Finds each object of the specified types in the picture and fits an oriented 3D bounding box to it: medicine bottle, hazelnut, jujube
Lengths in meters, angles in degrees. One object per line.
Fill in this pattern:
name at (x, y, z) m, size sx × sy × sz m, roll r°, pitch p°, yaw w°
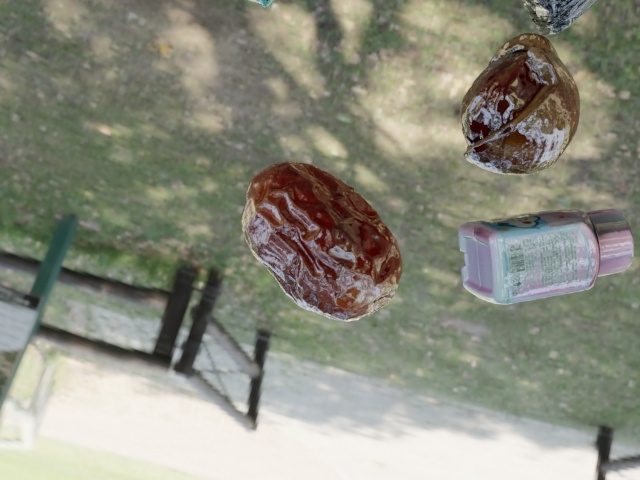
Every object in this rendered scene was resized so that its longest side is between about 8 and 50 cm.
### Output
medicine bottle at (0.273, 0.013, 1.229) m, size 0.187 × 0.095 × 0.119 m, roll -9°, pitch -171°, yaw -13°
hazelnut at (0.267, -0.186, 1.407) m, size 0.170 × 0.202 × 0.160 m, roll -32°, pitch 140°, yaw 27°
jujube at (0.000, 0.000, 1.406) m, size 0.250 × 0.174 × 0.174 m, roll 52°, pitch 167°, yaw 21°

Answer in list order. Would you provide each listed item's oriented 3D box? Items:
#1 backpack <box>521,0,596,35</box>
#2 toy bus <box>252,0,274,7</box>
backpack at (0.435, -0.466, 1.683) m, size 0.133 × 0.258 × 0.206 m, roll 48°, pitch -172°, yaw -11°
toy bus at (-0.034, -0.393, 1.191) m, size 0.109 × 0.262 × 0.091 m, roll 19°, pitch 153°, yaw 19°
